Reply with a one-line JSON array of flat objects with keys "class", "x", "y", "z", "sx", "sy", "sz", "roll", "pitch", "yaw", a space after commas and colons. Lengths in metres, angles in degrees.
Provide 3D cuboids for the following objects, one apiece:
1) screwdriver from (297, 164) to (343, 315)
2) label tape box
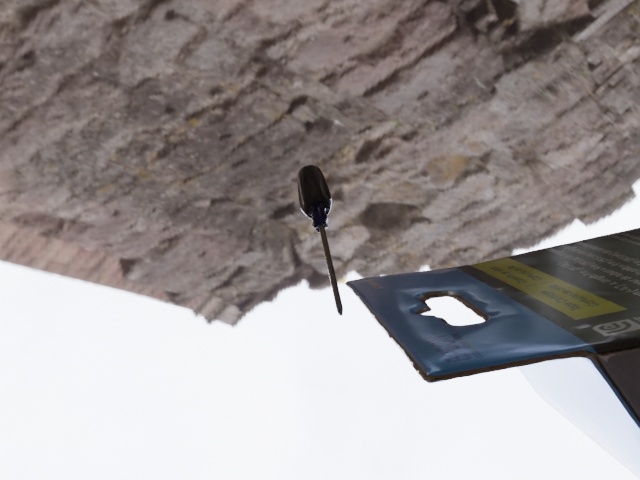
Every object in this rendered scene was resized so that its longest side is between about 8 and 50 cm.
[{"class": "screwdriver", "x": 0.000, "y": 0.000, "z": 0.707, "sx": 0.025, "sy": 0.024, "sz": 0.170, "roll": -43, "pitch": -149, "yaw": 26}, {"class": "label tape box", "x": 0.199, "y": 0.056, "z": 0.540, "sx": 0.333, "sy": 0.240, "sz": 0.106, "roll": -12, "pitch": -82, "yaw": -5}]
